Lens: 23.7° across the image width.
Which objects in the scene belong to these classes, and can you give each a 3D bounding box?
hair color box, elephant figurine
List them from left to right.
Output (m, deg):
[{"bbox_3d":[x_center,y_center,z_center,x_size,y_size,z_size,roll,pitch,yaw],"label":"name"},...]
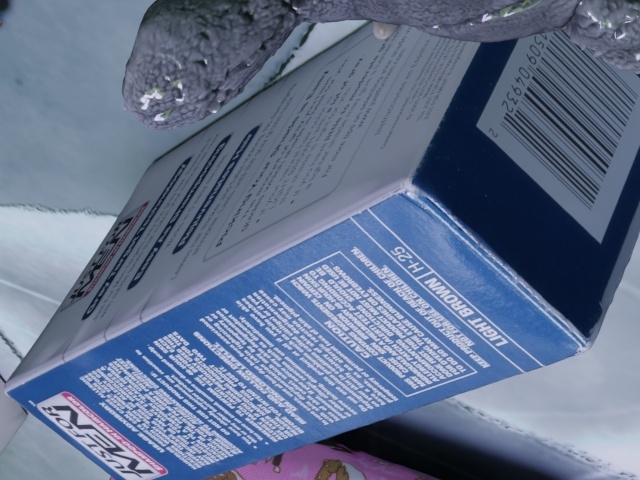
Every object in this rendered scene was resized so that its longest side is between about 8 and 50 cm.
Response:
[{"bbox_3d":[0.000,0.000,0.726,0.105,0.174,0.347,42,144,-18],"label":"hair color box"},{"bbox_3d":[0.080,-0.119,0.466,0.169,0.239,0.186,33,144,-3],"label":"elephant figurine"}]

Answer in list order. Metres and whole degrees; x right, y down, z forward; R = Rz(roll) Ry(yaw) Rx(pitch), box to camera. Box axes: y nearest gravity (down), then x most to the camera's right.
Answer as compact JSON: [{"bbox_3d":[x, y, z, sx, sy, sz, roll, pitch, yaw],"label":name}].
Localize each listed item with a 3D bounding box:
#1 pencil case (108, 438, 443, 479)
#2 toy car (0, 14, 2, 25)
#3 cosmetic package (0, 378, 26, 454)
[{"bbox_3d":[0.047,0.222,0.979,0.386,0.160,0.167,15,180,20],"label":"pencil case"},{"bbox_3d":[-0.227,-0.143,0.851,0.122,0.060,0.040,41,-169,13],"label":"toy car"},{"bbox_3d":[-0.374,0.193,1.126,0.153,0.296,0.129,3,135,31],"label":"cosmetic package"}]
